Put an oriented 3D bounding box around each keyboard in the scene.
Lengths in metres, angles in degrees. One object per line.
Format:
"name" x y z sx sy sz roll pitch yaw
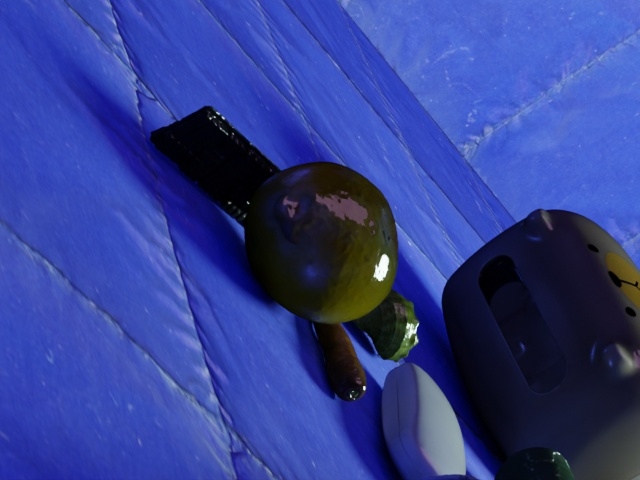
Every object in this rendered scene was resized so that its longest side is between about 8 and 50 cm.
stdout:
"keyboard" -0.076 -0.058 1.722 0.231 0.072 0.023 42 29 -51

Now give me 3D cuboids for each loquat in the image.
"loquat" 0.000 0.000 1.687 0.152 0.152 0.195 61 1 25

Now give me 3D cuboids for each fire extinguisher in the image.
"fire extinguisher" 0.270 0.358 1.914 0.114 0.095 0.311 46 15 -30

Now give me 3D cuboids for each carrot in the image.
"carrot" 0.015 0.103 1.744 0.036 0.035 0.165 49 11 -31

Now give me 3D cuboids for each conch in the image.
"conch" 0.060 0.086 1.943 0.121 0.074 0.089 29 -8 -30

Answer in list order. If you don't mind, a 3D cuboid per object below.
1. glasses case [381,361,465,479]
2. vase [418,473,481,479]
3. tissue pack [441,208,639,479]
"glasses case" 0.102 0.192 1.783 0.092 0.059 0.233 51 13 -15
"vase" 0.171 0.298 1.378 0.445 0.250 0.250 26 31 -59
"tissue pack" 0.316 0.152 2.250 0.277 0.267 0.387 42 19 -43
